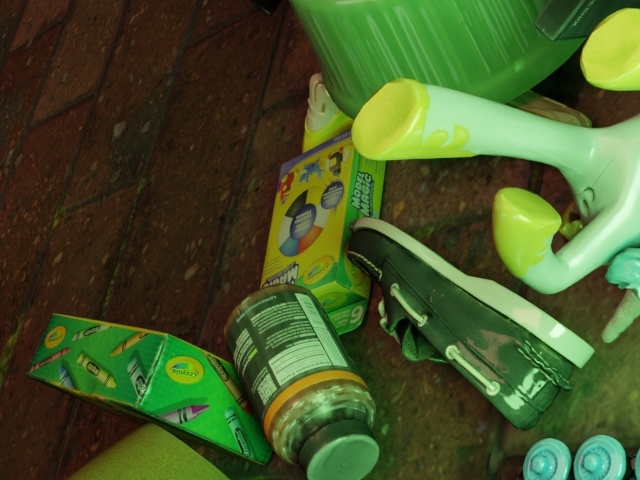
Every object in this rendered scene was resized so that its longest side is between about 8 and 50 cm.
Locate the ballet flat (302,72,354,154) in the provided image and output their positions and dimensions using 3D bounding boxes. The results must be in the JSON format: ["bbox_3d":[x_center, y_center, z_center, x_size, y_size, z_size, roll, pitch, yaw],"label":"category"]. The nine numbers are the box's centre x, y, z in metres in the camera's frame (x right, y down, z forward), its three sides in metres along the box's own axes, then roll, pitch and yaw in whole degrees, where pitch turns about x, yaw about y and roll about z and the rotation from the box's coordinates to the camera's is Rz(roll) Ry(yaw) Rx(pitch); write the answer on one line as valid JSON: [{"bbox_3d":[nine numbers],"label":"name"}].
[{"bbox_3d":[0.035,-0.177,1.380,0.231,0.077,0.077,-46,34,20],"label":"ballet flat"}]

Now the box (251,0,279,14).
[{"bbox_3d":[-0.080,-0.500,1.628,0.322,0.257,0.079,-53,33,11],"label":"box"}]

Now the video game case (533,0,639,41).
[{"bbox_3d":[0.283,-0.234,0.913,0.026,0.274,0.196,49,125,19],"label":"video game case"}]

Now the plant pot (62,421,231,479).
[{"bbox_3d":[-0.198,0.312,1.203,0.254,0.237,0.237,-53,30,-15],"label":"plant pot"}]

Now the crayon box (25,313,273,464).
[{"bbox_3d":[-0.178,0.154,1.327,0.278,0.165,0.081,2,66,55],"label":"crayon box"}]

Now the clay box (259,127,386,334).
[{"bbox_3d":[0.000,0.000,1.310,0.127,0.053,0.222,-24,46,42],"label":"clay box"}]

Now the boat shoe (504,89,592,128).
[{"bbox_3d":[0.190,-0.118,1.157,0.153,0.048,0.056,-145,42,-61],"label":"boat shoe"}]

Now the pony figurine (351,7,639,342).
[{"bbox_3d":[0.245,-0.085,0.778,0.351,0.363,0.303,-46,51,16],"label":"pony figurine"}]

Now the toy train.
[{"bbox_3d":[0.206,0.192,0.857,0.184,0.080,0.105,-13,60,49],"label":"toy train"}]

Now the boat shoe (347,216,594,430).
[{"bbox_3d":[0.100,0.064,1.069,0.091,0.114,0.302,-55,32,-3],"label":"boat shoe"}]

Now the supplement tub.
[{"bbox_3d":[-0.015,0.138,1.163,0.106,0.106,0.198,-48,43,17],"label":"supplement tub"}]

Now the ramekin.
[{"bbox_3d":[0.109,-0.263,1.193,0.303,0.148,0.303,-20,41,18],"label":"ramekin"}]
